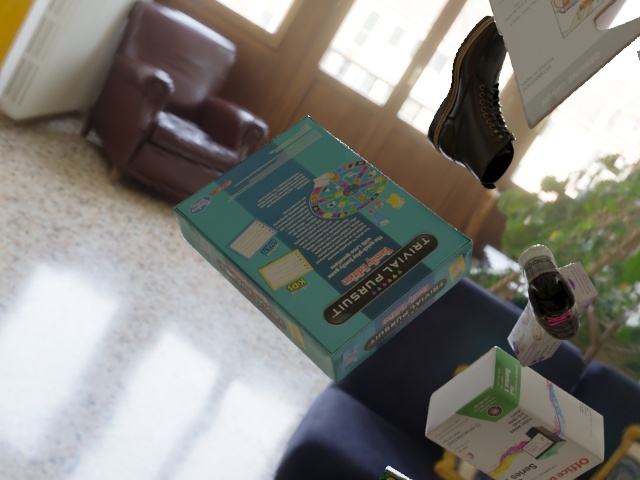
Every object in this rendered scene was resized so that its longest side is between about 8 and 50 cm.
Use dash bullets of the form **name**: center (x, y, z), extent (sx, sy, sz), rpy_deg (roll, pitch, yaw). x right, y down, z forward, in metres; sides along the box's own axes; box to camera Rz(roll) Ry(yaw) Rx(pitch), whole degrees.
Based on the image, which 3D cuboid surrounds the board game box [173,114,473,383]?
- **board game box**: center (0.000, 0.000, 1.309), extent (0.336, 0.254, 0.079), rpy_deg (41, -23, 29)

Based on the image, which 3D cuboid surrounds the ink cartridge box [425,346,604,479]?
- **ink cartridge box**: center (0.375, 0.359, 1.814), extent (0.278, 0.201, 0.117), rpy_deg (33, 38, -13)

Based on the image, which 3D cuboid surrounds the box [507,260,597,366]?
- **box**: center (0.385, 0.132, 1.590), extent (0.324, 0.063, 0.067), rpy_deg (91, -22, -67)

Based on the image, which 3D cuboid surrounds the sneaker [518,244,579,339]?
- **sneaker**: center (0.319, 0.088, 1.293), extent (0.074, 0.063, 0.170), rpy_deg (-95, 160, -52)

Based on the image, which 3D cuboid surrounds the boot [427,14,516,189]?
- **boot**: center (0.226, -0.177, 1.225), extent (0.077, 0.197, 0.137), rpy_deg (-1, 33, -29)

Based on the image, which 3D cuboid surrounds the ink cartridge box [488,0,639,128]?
- **ink cartridge box**: center (0.258, -0.257, 0.793), extent (0.060, 0.275, 0.238), rpy_deg (12, 53, -31)

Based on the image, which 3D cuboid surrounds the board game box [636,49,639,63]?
- **board game box**: center (0.619, -0.238, 1.406), extent (0.305, 0.193, 0.053), rpy_deg (28, 48, -49)

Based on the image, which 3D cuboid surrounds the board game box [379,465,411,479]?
- **board game box**: center (0.200, 0.534, 1.697), extent (0.260, 0.136, 0.030), rpy_deg (30, 13, 16)
